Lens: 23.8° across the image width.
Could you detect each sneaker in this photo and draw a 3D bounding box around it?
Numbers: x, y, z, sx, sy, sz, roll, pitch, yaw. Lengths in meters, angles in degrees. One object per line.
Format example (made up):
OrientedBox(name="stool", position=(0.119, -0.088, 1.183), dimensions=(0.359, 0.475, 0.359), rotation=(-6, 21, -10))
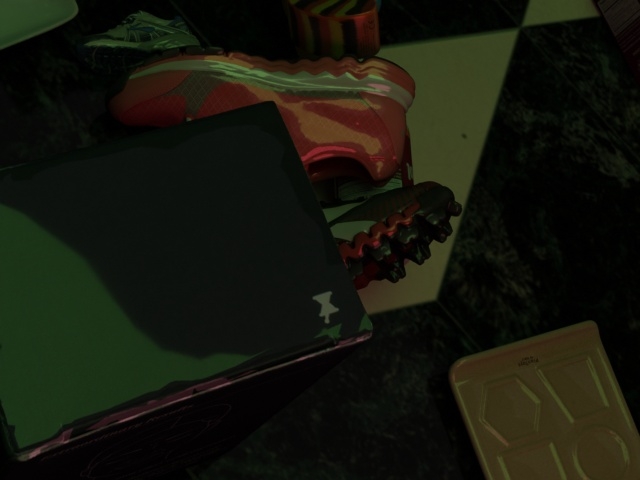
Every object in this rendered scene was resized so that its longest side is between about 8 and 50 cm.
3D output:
OrientedBox(name="sneaker", position=(-0.063, -0.113, 1.517), dimensions=(0.313, 0.116, 0.136), rotation=(1, 77, 3))
OrientedBox(name="sneaker", position=(-0.194, -0.208, 1.582), dimensions=(0.135, 0.052, 0.058), rotation=(-6, 62, -31))
OrientedBox(name="sneaker", position=(0.000, 0.000, 1.498), dimensions=(0.276, 0.097, 0.135), rotation=(-29, 66, 5))

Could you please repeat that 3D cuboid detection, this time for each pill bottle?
OrientedBox(name="pill bottle", position=(0.056, -0.048, 1.590), dimensions=(0.086, 0.086, 0.152), rotation=(5, 69, -20))

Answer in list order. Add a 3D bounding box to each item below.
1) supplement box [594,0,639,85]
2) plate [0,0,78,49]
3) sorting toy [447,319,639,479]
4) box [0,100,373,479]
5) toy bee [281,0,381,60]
OrientedBox(name="supplement box", position=(0.420, -0.243, 1.811), dimensions=(0.104, 0.081, 0.188), rotation=(-21, 79, -26))
OrientedBox(name="plate", position=(-0.428, -0.275, 1.514), dimensions=(0.277, 0.045, 0.278), rotation=(-32, 84, -27))
OrientedBox(name="sorting toy", position=(0.243, 0.204, 1.595), dimensions=(0.193, 0.038, 0.208), rotation=(-14, 80, -25))
OrientedBox(name="box", position=(-0.185, 0.085, 1.267), dimensions=(0.293, 0.395, 0.212), rotation=(-17, 77, -26))
OrientedBox(name="toy bee", position=(-0.015, -0.278, 1.632), dimensions=(0.162, 0.298, 0.195), rotation=(-5, 107, 5))
